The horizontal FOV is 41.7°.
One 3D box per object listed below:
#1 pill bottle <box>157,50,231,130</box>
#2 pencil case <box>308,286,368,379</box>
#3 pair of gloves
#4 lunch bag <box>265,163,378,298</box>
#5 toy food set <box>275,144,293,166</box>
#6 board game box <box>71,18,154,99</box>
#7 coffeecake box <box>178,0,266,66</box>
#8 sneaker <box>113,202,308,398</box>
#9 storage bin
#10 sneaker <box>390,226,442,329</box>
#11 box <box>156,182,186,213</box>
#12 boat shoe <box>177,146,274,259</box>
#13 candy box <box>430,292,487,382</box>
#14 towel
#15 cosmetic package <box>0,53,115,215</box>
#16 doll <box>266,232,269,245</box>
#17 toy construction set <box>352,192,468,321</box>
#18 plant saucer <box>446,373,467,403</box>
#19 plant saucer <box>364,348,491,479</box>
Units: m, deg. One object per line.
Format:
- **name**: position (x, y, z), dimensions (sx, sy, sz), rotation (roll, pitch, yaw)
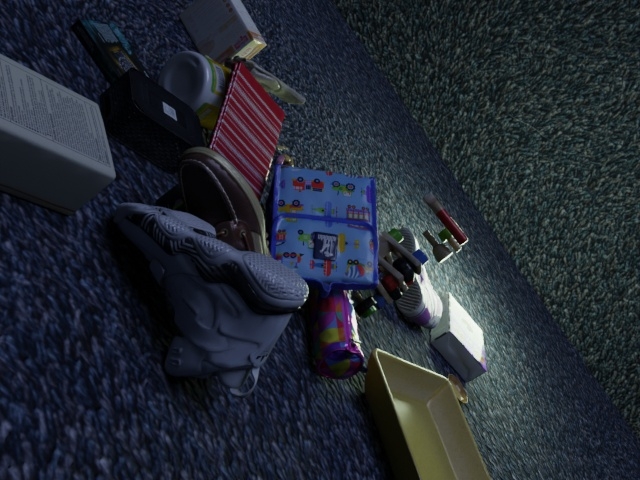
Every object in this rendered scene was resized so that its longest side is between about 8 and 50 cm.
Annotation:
- **pill bottle**: position (-0.222, -0.305, 1.804), dimensions (0.246, 0.136, 0.136), rotation (15, 45, -59)
- **pencil case**: position (0.031, 0.169, 1.681), dimensions (0.104, 0.104, 0.236), rotation (40, 24, -33)
- **pair of gloves**: position (-0.173, -0.365, 1.953), dimensions (0.240, 0.042, 0.204), rotation (14, -11, 45)
- **lunch bag**: position (0.000, 0.000, 1.739), dimensions (0.221, 0.138, 0.293), rotation (7, 48, -10)
- **toy food set**: position (-0.082, -0.174, 2.065), dimensions (0.078, 0.019, 0.122), rotation (2, 63, -63)
- **board game box**: position (-0.397, -0.352, 1.662), dimensions (0.186, 0.026, 0.126), rotation (56, 21, 3)
- **coffeecake box**: position (-0.240, -0.515, 2.061), dimensions (0.185, 0.142, 0.068), rotation (61, 22, 13)
- **sneaker**: position (-0.204, 0.084, 1.293), dimensions (0.366, 0.210, 0.137), rotation (26, 8, 27)
- **storage bin**: position (-0.312, -0.221, 1.571), dimensions (0.180, 0.084, 0.122), rotation (32, 31, -43)
- **sneaker**: position (0.252, 0.109, 2.244), dimensions (0.161, 0.102, 0.282), rotation (38, 38, -44)
- **box**: position (-0.240, -0.057, 1.506), dimensions (0.083, 0.062, 0.052), rotation (24, 39, -53)
- **boat shoe**: position (-0.165, 0.010, 1.430), dimensions (0.123, 0.123, 0.342), rotation (-51, 130, -50)
- **candy box**: position (0.374, 0.262, 2.293), dimensions (0.165, 0.070, 0.196), rotation (48, 23, -17)
- **towel**: position (-0.158, -0.208, 1.740), dimensions (0.199, 0.031, 0.274), rotation (45, 51, -49)
- **cosmetic package**: position (-0.448, -0.166, 1.173), dimensions (0.309, 0.113, 0.160), rotation (26, 36, -50)
- **doll**: position (-0.182, -0.054, 1.645), dimensions (0.189, 0.046, 0.129), rotation (44, 14, -20)
- **toy construction set**: position (0.150, 0.000, 1.943), dimensions (0.237, 0.309, 0.257), rotation (54, 13, 11)
- **plant saucer**: position (0.343, 0.379, 2.135), dimensions (0.083, 0.015, 0.083), rotation (43, 24, -25)
- **plant saucer**: position (0.217, 0.414, 1.741), dimensions (0.333, 0.081, 0.332), rotation (29, 34, -48)
